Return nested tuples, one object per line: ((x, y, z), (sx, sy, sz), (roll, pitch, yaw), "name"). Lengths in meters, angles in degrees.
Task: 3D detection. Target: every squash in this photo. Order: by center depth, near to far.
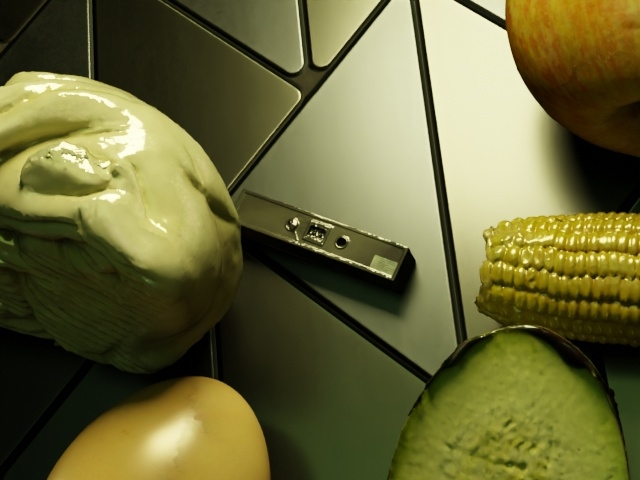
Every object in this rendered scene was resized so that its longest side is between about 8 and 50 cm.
((0.153, 0.196, 1.153), (0.236, 0.155, 0.204), (-3, 67, 13), "squash")

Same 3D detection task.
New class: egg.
((-0.145, 0.237, 1.187), (0.201, 0.201, 0.244), (23, 75, 22), "egg")

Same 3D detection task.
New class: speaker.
((0.000, 0.000, 1.326), (0.191, 0.046, 0.040), (20, 76, 22), "speaker")

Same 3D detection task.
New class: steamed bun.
((-0.239, -0.047, 1.265), (0.394, 0.346, 0.237), (-3, 51, 40), "steamed bun")

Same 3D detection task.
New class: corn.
((0.313, 0.033, 1.185), (0.344, 0.131, 0.131), (1, 70, 17), "corn")

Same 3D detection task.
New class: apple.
((0.303, -0.199, 1.209), (0.264, 0.264, 0.264), (-5, 68, 13), "apple")
